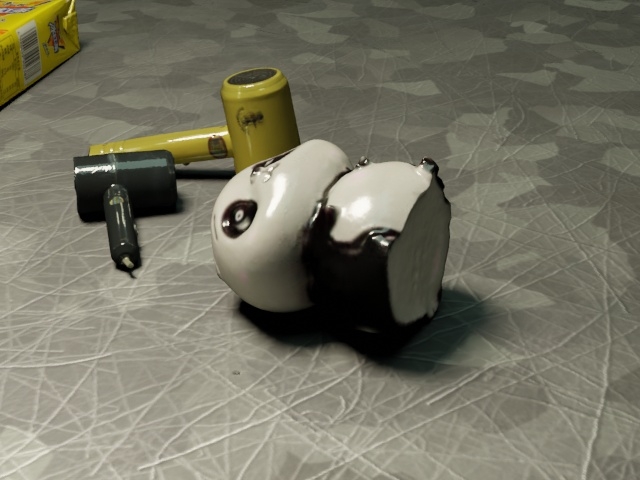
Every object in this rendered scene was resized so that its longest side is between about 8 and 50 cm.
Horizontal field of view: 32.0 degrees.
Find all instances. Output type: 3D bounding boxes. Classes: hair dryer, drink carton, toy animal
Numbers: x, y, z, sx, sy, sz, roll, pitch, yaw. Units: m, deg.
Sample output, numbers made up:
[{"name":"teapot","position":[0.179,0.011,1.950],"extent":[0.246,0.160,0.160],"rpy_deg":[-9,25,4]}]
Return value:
[{"name":"hair dryer","position":[-0.167,-0.133,1.437],"extent":[0.278,0.135,0.090],"rpy_deg":[-8,26,8]},{"name":"drink carton","position":[-0.527,-0.306,1.774],"extent":[0.154,0.111,0.351],"rpy_deg":[6,28,11]},{"name":"hair dryer","position":[-0.224,-0.033,1.304],"extent":[0.124,0.071,0.219],"rpy_deg":[-5,34,-10]},{"name":"toy animal","position":[0.002,-0.005,1.130],"extent":[0.235,0.165,0.187],"rpy_deg":[15,48,22]}]
